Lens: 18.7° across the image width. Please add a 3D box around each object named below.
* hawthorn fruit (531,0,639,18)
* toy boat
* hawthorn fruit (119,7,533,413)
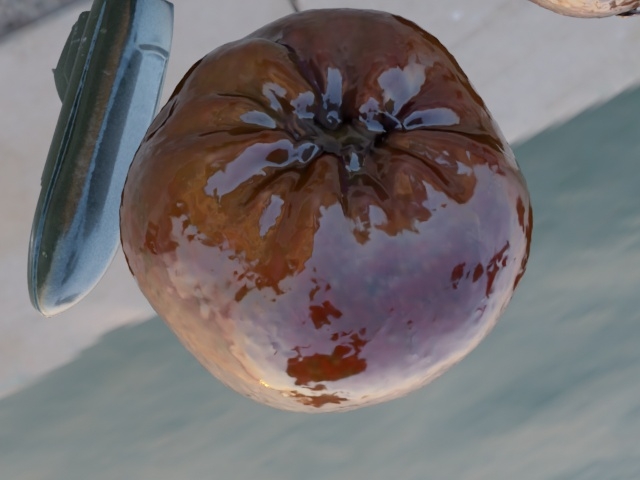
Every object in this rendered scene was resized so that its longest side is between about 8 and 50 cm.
[{"bbox_3d":[0.248,-0.351,1.748,0.316,0.316,0.316,-21,148,-14],"label":"hawthorn fruit"},{"bbox_3d":[-0.177,-0.067,1.480,0.078,0.085,0.260,9,97,-54],"label":"toy boat"},{"bbox_3d":[0.000,0.000,1.341,0.277,0.277,0.298,-22,150,-12],"label":"hawthorn fruit"}]
